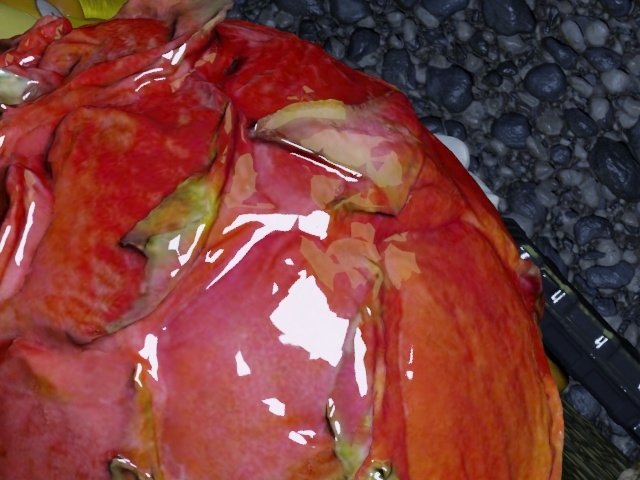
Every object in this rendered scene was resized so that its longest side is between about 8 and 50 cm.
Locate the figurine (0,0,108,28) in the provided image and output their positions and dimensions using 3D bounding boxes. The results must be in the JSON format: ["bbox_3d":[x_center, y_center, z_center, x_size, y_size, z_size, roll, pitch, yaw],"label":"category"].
[{"bbox_3d":[-0.212,-0.129,1.376,0.215,0.215,0.228,43,-8,12],"label":"figurine"}]

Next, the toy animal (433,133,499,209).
[{"bbox_3d":[0.000,0.000,1.398,0.265,0.272,0.206,27,11,-13],"label":"toy animal"}]

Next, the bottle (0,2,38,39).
[{"bbox_3d":[-0.188,-0.041,0.884,0.351,0.171,0.171,38,7,-14],"label":"bottle"}]

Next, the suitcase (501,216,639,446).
[{"bbox_3d":[0.277,0.103,1.704,0.285,0.066,0.206,46,7,-6],"label":"suitcase"}]

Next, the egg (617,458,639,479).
[{"bbox_3d":[0.430,0.329,1.697,0.310,0.279,0.279,17,22,-45],"label":"egg"}]

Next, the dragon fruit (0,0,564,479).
[{"bbox_3d":[-0.044,0.046,0.682,0.342,0.277,0.277,40,7,-11],"label":"dragon fruit"}]

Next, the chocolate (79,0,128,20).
[{"bbox_3d":[-0.293,-0.237,1.574,0.162,0.162,0.445,42,8,3],"label":"chocolate"}]

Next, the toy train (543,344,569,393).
[{"bbox_3d":[0.119,0.108,1.688,0.231,0.163,0.369,48,8,39],"label":"toy train"}]
